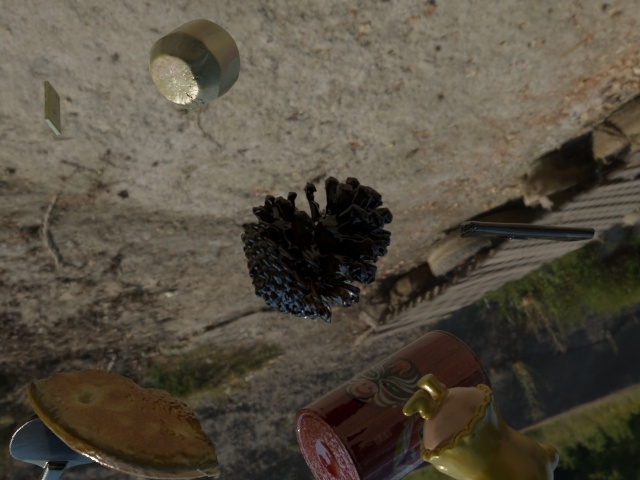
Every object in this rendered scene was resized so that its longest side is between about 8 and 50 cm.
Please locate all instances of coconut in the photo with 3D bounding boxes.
[{"bbox_3d":[-0.326,-0.469,1.687,0.241,0.241,0.241,-17,162,-6],"label":"coconut"}]

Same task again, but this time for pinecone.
[{"bbox_3d":[0.002,0.000,1.096,0.292,0.246,0.246,-41,173,-28],"label":"pinecone"}]

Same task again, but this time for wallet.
[{"bbox_3d":[0.260,-0.012,0.816,0.156,0.018,0.082,3,174,-4],"label":"wallet"}]

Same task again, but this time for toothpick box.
[{"bbox_3d":[0.141,0.330,1.207,0.333,0.204,0.204,-23,166,-30],"label":"toothpick box"}]

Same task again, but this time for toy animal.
[{"bbox_3d":[0.219,0.280,0.870,0.156,0.229,0.156,-51,175,-7],"label":"toy animal"}]

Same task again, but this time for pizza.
[{"bbox_3d":[-0.255,0.240,0.837,0.271,0.134,0.056,18,115,-9],"label":"pizza"}]

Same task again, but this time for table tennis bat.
[{"bbox_3d":[-0.421,0.349,1.042,0.173,0.022,0.301,12,135,-27],"label":"table tennis bat"}]

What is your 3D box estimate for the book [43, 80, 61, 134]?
[{"bbox_3d":[-0.667,-0.329,1.580,0.014,0.111,0.077,-9,161,-2],"label":"book"}]
